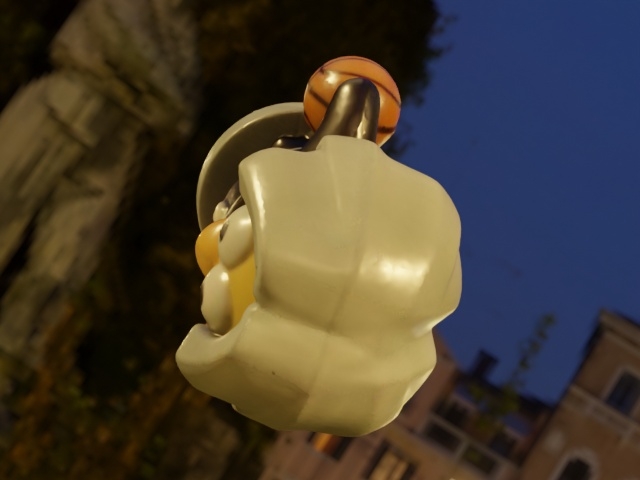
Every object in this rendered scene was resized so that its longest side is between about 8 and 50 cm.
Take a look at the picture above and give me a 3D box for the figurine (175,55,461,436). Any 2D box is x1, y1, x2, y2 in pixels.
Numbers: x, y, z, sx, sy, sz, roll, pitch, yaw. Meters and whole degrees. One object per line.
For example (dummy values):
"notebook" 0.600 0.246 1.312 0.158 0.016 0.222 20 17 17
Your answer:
"figurine" 0.000 0.000 0.993 0.133 0.176 0.236 15 18 -9
